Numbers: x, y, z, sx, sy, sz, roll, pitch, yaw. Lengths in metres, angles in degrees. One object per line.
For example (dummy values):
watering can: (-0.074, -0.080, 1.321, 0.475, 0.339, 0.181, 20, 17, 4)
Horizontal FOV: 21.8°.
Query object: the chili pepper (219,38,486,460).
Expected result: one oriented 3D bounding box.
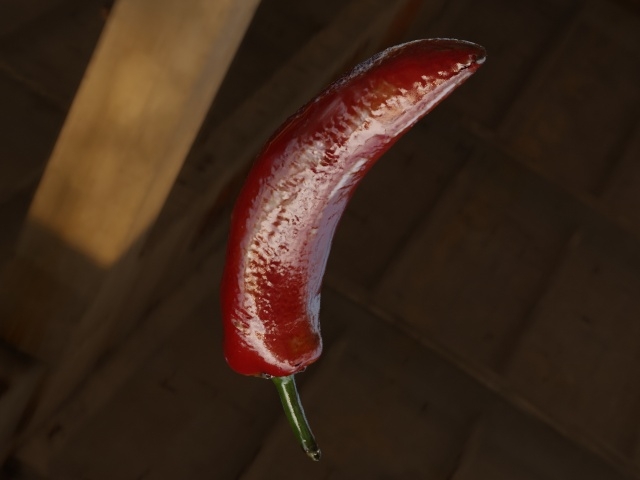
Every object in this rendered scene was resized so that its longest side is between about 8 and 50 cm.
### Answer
chili pepper: (-0.004, -0.007, 1.217, 0.137, 0.368, 0.092, 36, -144, 23)
